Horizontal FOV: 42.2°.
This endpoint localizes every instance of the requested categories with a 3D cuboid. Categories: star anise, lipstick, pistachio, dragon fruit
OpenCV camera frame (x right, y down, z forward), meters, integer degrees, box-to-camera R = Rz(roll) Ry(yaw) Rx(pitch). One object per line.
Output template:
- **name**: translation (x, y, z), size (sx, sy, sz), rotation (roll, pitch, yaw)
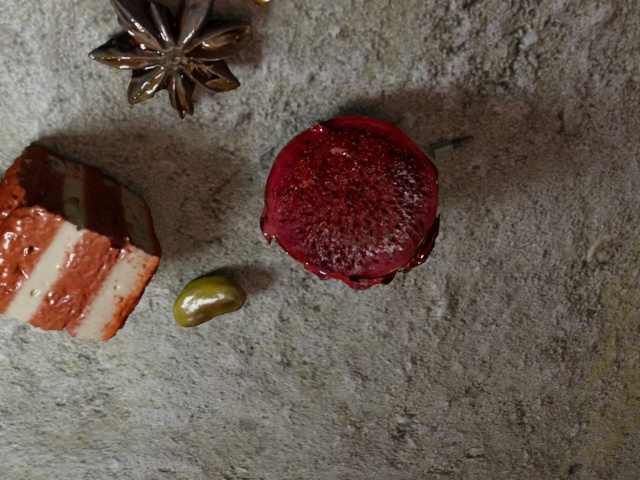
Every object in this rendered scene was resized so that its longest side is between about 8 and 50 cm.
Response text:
- **star anise**: translation (-0.282, -0.373, 1.579), size (0.315, 0.108, 0.315), rotation (-4, 126, -6)
- **lipstick**: translation (0.306, -0.220, 1.915), size (0.107, 0.025, 0.025), rotation (-20, 128, -10)
- **pistachio**: translation (-0.265, 0.136, 1.962), size (0.189, 0.100, 0.110), rotation (-23, 105, 18)
- **dragon fruit**: translation (0.063, -0.065, 1.788), size (0.386, 0.371, 0.249), rotation (-19, 163, -2)

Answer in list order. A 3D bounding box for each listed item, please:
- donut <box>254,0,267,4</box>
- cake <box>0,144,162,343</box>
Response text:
- **donut**: translation (-0.100, -0.494, 1.595), size (0.083, 0.067, 0.038), rotation (-15, 143, 36)
- **cake**: translation (-0.513, 0.008, 1.685), size (0.319, 0.269, 0.270), rotation (25, 114, -32)
